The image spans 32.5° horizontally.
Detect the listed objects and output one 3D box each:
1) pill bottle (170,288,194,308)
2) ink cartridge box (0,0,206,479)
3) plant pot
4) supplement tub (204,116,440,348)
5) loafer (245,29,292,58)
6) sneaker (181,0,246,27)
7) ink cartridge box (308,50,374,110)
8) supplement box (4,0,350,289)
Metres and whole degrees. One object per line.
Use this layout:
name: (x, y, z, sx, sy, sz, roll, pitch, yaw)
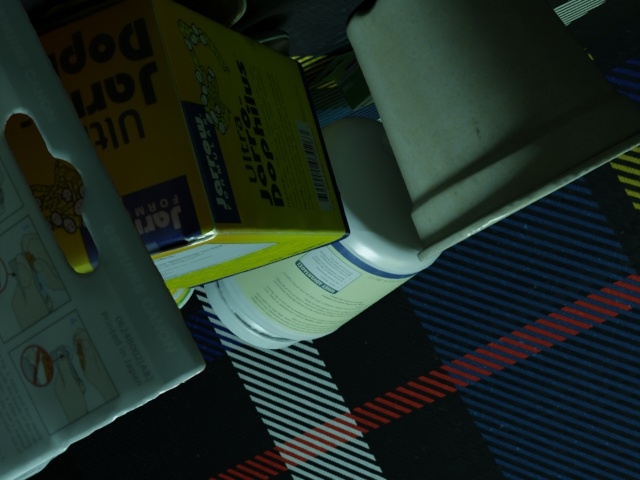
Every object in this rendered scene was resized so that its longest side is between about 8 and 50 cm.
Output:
pill bottle: (-0.258, 0.008, 1.431, 0.136, 0.136, 0.246, -28, 156, 0)
ink cartridge box: (-0.270, 0.029, 0.820, 0.385, 0.308, 0.091, -31, 174, 27)
plant pot: (0.198, -0.185, 1.347, 0.334, 0.305, 0.334, -28, 177, -2)
supplement tub: (0.000, 0.000, 1.557, 0.235, 0.235, 0.325, -24, 169, -48)
loafer: (-0.112, -0.141, 1.238, 0.251, 0.087, 0.094, -40, 171, 31)
sneaker: (-0.104, -0.197, 1.010, 0.118, 0.042, 0.067, -22, 176, 31)
ink cartridge box: (0.093, -0.248, 1.591, 0.209, 0.062, 0.109, -25, 176, -31)
supplement box: (-0.132, -0.067, 0.985, 0.194, 0.195, 0.356, -18, 175, 16)
